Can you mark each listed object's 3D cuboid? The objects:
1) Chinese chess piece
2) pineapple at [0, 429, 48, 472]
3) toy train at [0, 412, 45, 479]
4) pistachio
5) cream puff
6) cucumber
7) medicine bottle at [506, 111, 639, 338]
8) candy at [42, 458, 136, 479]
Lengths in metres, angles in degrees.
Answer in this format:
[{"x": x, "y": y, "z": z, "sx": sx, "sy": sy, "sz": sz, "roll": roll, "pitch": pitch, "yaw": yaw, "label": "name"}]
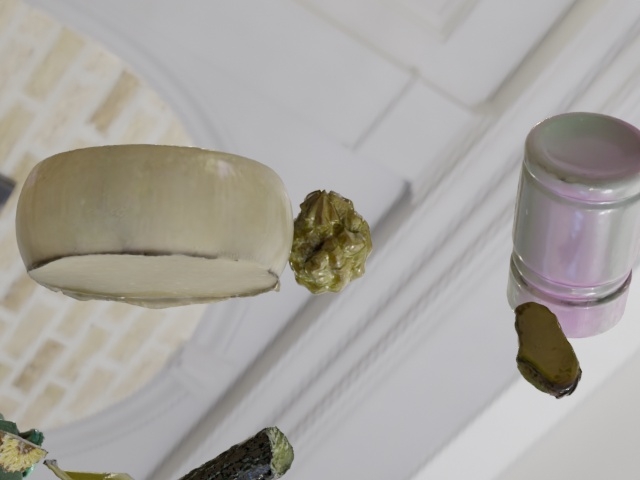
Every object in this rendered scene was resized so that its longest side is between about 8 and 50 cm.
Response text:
[{"x": -0.200, "y": -0.012, "z": 1.552, "sx": 0.338, "sy": 0.338, "sz": 0.140, "roll": -22, "pitch": -116, "yaw": 56, "label": "Chinese chess piece"}, {"x": -0.352, "y": 0.245, "z": 1.459, "sx": 0.019, "sy": 0.083, "sz": 0.045, "roll": 33, "pitch": -93, "yaw": 35, "label": "pineapple"}, {"x": -0.448, "y": 0.373, "z": 1.691, "sx": 0.194, "sy": 0.120, "sz": 0.298, "roll": -56, "pitch": -147, "yaw": 25, "label": "toy train"}, {"x": 0.343, "y": 0.176, "z": 1.959, "sx": 0.089, "sy": 0.049, "sz": 0.173, "roll": -26, "pitch": -126, "yaw": 6, "label": "pistachio"}, {"x": 0.000, "y": 0.000, "z": 1.808, "sx": 0.146, "sy": 0.116, "sz": 0.146, "roll": -18, "pitch": -122, "yaw": 31, "label": "cream puff"}, {"x": -0.172, "y": 0.360, "z": 1.804, "sx": 0.303, "sy": 0.081, "sz": 0.072, "roll": -32, "pitch": -109, "yaw": 19, "label": "cucumber"}, {"x": 0.422, "y": -0.025, "z": 2.081, "sx": 0.212, "sy": 0.212, "sz": 0.325, "roll": -93, "pitch": -178, "yaw": -51, "label": "medicine bottle"}, {"x": -0.222, "y": 0.335, "z": 1.523, "sx": 0.081, "sy": 0.187, "sz": 0.297, "roll": -52, "pitch": 167, "yaw": -7, "label": "candy"}]
